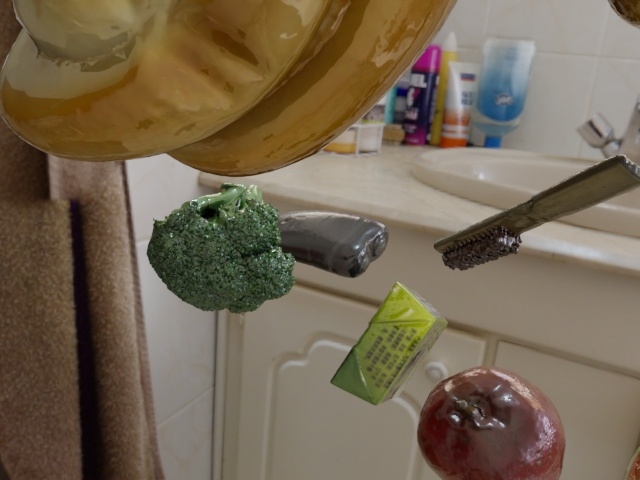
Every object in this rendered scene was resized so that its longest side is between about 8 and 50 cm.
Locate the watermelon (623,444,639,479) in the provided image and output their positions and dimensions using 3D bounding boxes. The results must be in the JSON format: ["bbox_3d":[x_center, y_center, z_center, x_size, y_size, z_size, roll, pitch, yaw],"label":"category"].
[{"bbox_3d":[0.627,0.453,1.088,0.094,0.125,0.135,23,3,-43],"label":"watermelon"}]

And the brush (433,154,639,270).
[{"bbox_3d":[0.195,-0.014,0.557,0.043,0.036,0.248,12,-22,-23],"label":"brush"}]

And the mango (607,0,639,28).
[{"bbox_3d":[0.240,-0.254,0.414,0.136,0.227,0.099,6,-18,-41],"label":"mango"}]

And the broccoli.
[{"bbox_3d":[-0.174,0.013,1.063,0.294,0.245,0.265,6,-31,48],"label":"broccoli"}]

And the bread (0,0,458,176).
[{"bbox_3d":[-0.074,-0.242,0.420,0.245,0.424,0.329,2,53,-43],"label":"bread"}]

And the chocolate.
[{"bbox_3d":[0.187,0.266,1.486,0.137,0.288,0.301,34,3,20],"label":"chocolate"}]

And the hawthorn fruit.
[{"bbox_3d":[0.253,0.285,0.887,0.215,0.249,0.215,-22,40,20],"label":"hawthorn fruit"}]

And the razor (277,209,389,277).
[{"bbox_3d":[0.000,-0.001,1.586,0.349,0.113,0.204,10,39,33],"label":"razor"}]
